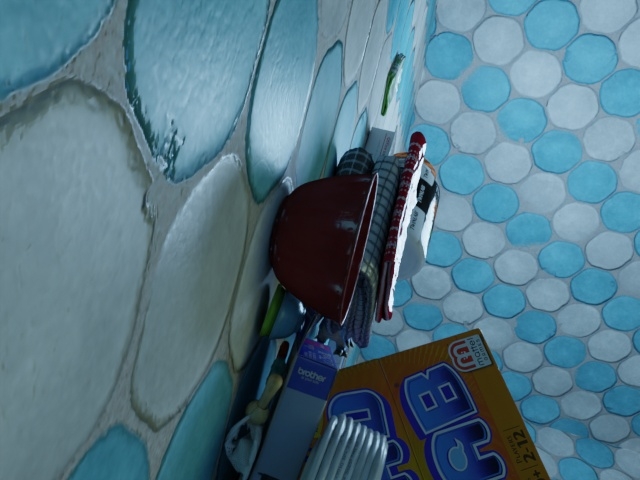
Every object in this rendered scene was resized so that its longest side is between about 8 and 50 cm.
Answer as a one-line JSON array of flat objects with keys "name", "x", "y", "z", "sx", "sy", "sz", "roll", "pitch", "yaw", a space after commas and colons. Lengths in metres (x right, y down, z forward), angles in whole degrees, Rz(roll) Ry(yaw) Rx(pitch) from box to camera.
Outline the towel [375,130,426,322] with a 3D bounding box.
[{"name": "towel", "x": 0.135, "y": -0.023, "z": 1.099, "sx": 0.199, "sy": 0.031, "sz": 0.275, "roll": 89, "pitch": 15, "yaw": -54}]

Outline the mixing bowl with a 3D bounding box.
[{"name": "mixing bowl", "x": 0.000, "y": 0.000, "z": 0.766, "sx": 0.181, "sy": 0.098, "sz": 0.181, "roll": 13, "pitch": 90, "yaw": -82}]

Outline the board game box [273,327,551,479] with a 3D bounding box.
[{"name": "board game box", "x": 0.144, "y": 0.417, "z": 1.110, "sx": 0.356, "sy": 0.356, "sz": 0.356, "roll": 89, "pitch": -17, "yaw": -60}]

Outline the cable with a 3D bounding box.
[{"name": "cable", "x": 0.005, "y": 0.338, "z": 0.777, "sx": 0.257, "sy": 0.089, "sz": 0.257, "roll": 73, "pitch": 38, "yaw": -76}]

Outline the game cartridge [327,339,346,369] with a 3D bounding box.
[{"name": "game cartridge", "x": 0.052, "y": 0.307, "z": 1.849, "sx": 0.198, "sy": 0.062, "sz": 0.297, "roll": 100, "pitch": 8, "yaw": -54}]

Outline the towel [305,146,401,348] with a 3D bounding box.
[{"name": "towel", "x": 0.052, "y": 0.016, "z": 1.120, "sx": 0.283, "sy": 0.121, "sz": 0.235, "roll": 88, "pitch": 16, "yaw": -58}]

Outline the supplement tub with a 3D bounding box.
[{"name": "supplement tub", "x": 0.192, "y": -0.069, "z": 1.650, "sx": 0.193, "sy": 0.193, "sz": 0.316, "roll": 96, "pitch": 11, "yaw": -47}]

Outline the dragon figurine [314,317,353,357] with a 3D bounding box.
[{"name": "dragon figurine", "x": 0.040, "y": 0.149, "z": 1.360, "sx": 0.289, "sy": 0.085, "sz": 0.144, "roll": -20, "pitch": 124, "yaw": -79}]

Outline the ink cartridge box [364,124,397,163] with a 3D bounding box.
[{"name": "ink cartridge box", "x": 0.129, "y": -0.183, "z": 1.488, "sx": 0.180, "sy": 0.060, "sz": 0.104, "roll": 84, "pitch": 22, "yaw": -69}]

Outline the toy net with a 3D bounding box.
[{"name": "toy net", "x": -0.072, "y": 0.171, "z": 0.794, "sx": 0.122, "sy": 0.045, "sz": 0.232, "roll": 121, "pitch": -11, "yaw": -73}]

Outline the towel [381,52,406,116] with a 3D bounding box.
[{"name": "towel", "x": 0.183, "y": -0.388, "z": 1.643, "sx": 0.152, "sy": 0.023, "sz": 0.113, "roll": -66, "pitch": 167, "yaw": -50}]

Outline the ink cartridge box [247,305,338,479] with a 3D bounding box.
[{"name": "ink cartridge box", "x": -0.043, "y": 0.237, "z": 0.839, "sx": 0.186, "sy": 0.065, "sz": 0.311, "roll": 149, "pitch": -41, "yaw": -87}]
